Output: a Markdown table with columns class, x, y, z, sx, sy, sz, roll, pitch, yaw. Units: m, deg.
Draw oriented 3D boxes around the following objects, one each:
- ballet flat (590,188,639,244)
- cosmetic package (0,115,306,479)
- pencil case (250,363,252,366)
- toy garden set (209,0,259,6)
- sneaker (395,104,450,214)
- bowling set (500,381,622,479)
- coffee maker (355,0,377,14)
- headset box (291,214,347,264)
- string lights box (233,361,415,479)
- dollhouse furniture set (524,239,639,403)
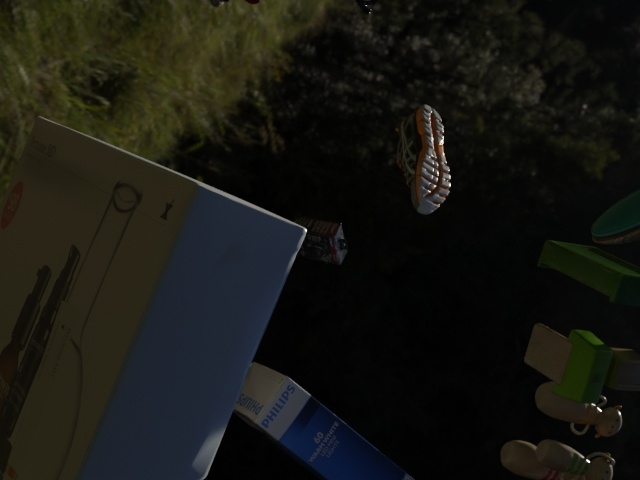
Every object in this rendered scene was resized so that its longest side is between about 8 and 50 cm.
| class | x | y | z | sx | sy | sz | roll | pitch | yaw |
| --- | --- | --- | --- | --- | --- | --- | --- | --- | --- |
| ballet flat | 0.427 | -0.046 | 1.091 | 0.206 | 0.067 | 0.073 | -37 | -152 | 25 |
| cosmetic package | -0.188 | 0.067 | 0.710 | 0.097 | 0.377 | 0.284 | 25 | 89 | -34 |
| pencil case | -0.148 | 0.263 | 1.729 | 0.070 | 0.064 | 0.151 | -30 | 100 | -77 |
| toy garden set | -0.177 | -0.467 | 1.469 | 0.049 | 0.244 | 0.204 | 95 | 16 | -80 |
| sneaker | 0.181 | -0.141 | 1.658 | 0.084 | 0.083 | 0.215 | 28 | 54 | -39 |
| bowling set | 0.366 | 0.383 | 1.380 | 0.287 | 0.154 | 0.200 | -61 | -164 | 16 |
| coffee maker | 0.057 | -0.438 | 1.339 | 0.171 | 0.178 | 0.120 | -44 | 125 | -10 |
| headset box | 0.000 | 0.000 | 1.342 | 0.062 | 0.083 | 0.032 | 75 | 33 | -45 |
| string lights box | 0.002 | 0.281 | 1.242 | 0.077 | 0.260 | 0.133 | -53 | -159 | -14 |
| dollhouse furniture set | 0.456 | 0.129 | 1.304 | 0.151 | 0.301 | 0.197 | 32 | -68 | 60 |
